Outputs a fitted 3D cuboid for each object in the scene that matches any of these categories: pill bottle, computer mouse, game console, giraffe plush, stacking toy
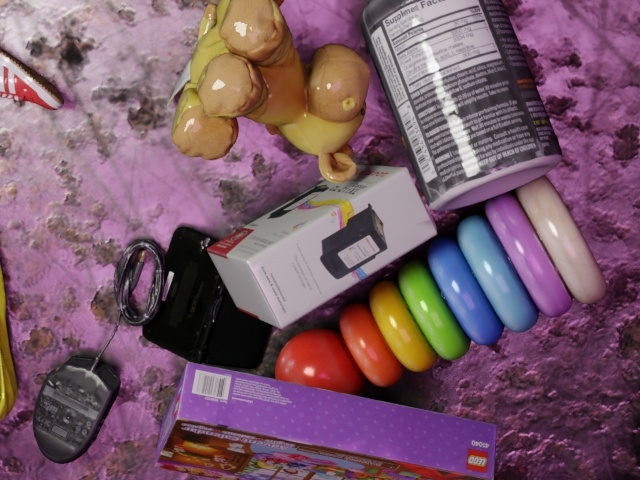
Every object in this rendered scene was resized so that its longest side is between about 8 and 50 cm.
[{"bbox_3d":[0.117,-0.161,1.111,0.130,0.130,0.246,-19,82,-1],"label":"pill bottle"},{"bbox_3d":[-0.214,0.110,1.219,0.071,0.041,0.242,29,95,8],"label":"computer mouse"},{"bbox_3d":[-0.103,0.058,1.226,0.107,0.071,0.122,23,101,20],"label":"game console"},{"bbox_3d":[-0.031,-0.134,1.103,0.170,0.210,0.181,21,76,-15],"label":"giraffe plush"},{"bbox_3d":[0.101,0.067,1.197,0.330,0.141,0.141,-29,105,8],"label":"stacking toy"}]

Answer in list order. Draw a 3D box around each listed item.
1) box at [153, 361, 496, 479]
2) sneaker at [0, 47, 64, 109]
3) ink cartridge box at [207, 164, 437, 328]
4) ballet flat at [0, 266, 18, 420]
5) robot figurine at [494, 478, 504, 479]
[{"bbox_3d":[-0.003,0.198,1.177,0.293,0.201,0.057,12,66,-8],"label":"box"},{"bbox_3d":[-0.301,-0.140,1.141,0.118,0.042,0.067,35,94,-5],"label":"sneaker"},{"bbox_3d":[0.000,0.000,1.139,0.175,0.127,0.072,-31,105,-17],"label":"ink cartridge box"},{"bbox_3d":[-0.338,0.072,1.172,0.077,0.077,0.231,-11,104,-2],"label":"ballet flat"},{"bbox_3d":[0.143,0.350,1.262,0.128,0.158,0.219,43,96,9],"label":"robot figurine"}]
